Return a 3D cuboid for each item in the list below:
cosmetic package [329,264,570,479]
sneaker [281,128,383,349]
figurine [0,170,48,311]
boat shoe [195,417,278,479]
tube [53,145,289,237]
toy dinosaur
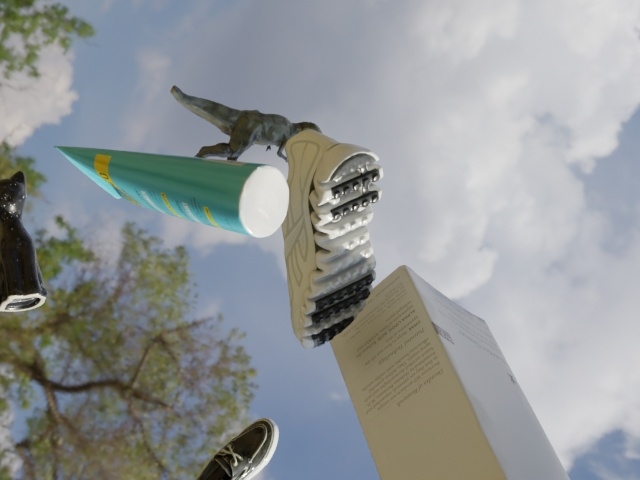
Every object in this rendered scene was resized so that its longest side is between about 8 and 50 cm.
[{"bbox_3d":[0.170,0.240,1.223,0.156,0.217,0.385,-42,-138,17],"label":"cosmetic package"},{"bbox_3d":[0.000,0.000,1.187,0.118,0.110,0.292,35,-49,38],"label":"sneaker"},{"bbox_3d":[-0.521,0.001,1.418,0.092,0.214,0.210,-39,-121,59],"label":"figurine"},{"bbox_3d":[-0.164,0.423,1.837,0.077,0.070,0.219,35,-99,28],"label":"boat shoe"},{"bbox_3d":[-0.117,-0.043,0.753,0.207,0.080,0.052,11,-118,39],"label":"tube"},{"bbox_3d":[-0.112,-0.136,1.323,0.118,0.268,0.064,-54,-136,28],"label":"toy dinosaur"}]
